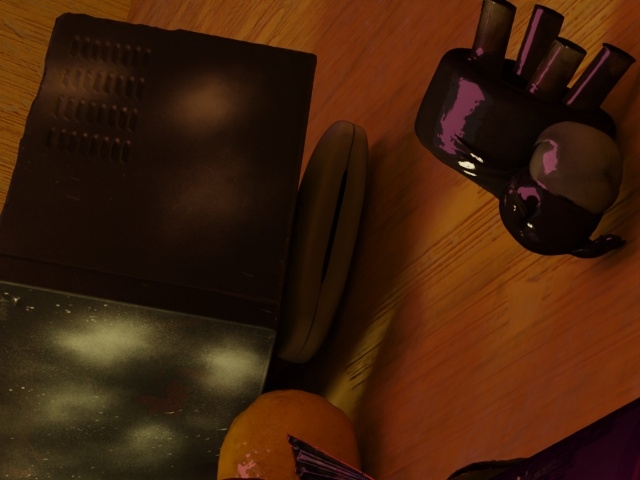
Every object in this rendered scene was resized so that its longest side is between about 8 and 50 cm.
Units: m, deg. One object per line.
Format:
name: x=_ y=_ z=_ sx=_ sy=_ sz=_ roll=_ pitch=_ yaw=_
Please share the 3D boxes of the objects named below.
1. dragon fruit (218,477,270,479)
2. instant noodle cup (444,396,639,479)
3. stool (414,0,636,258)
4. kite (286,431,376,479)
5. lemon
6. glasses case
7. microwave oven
dragon fruit: x=-0.058 y=0.299 z=1.075 sx=0.329 sy=0.329 sz=0.329 roll=-160 pitch=90 yaw=-75
instant noodle cup: x=0.164 y=0.145 z=0.651 sx=0.190 sy=0.251 sz=0.251 roll=-45 pitch=28 yaw=40
stool: x=0.141 y=-0.074 z=1.200 sx=0.121 sy=0.125 sz=0.217 roll=-63 pitch=26 yaw=20
kite: x=0.013 y=0.222 z=1.350 sx=0.159 sy=0.010 sz=0.190 roll=-28 pitch=65 yaw=32
lemon: x=-0.025 y=0.185 z=1.455 sx=0.114 sy=0.114 sz=0.155 roll=125 pitch=162 yaw=-44
glasses case: x=0.000 y=0.000 z=1.704 sx=0.092 sy=0.059 sz=0.233 roll=138 pitch=147 yaw=-66
microwave oven: x=-0.161 y=0.056 z=1.678 sx=0.432 sy=0.236 sz=0.374 roll=105 pitch=175 yaw=-50
